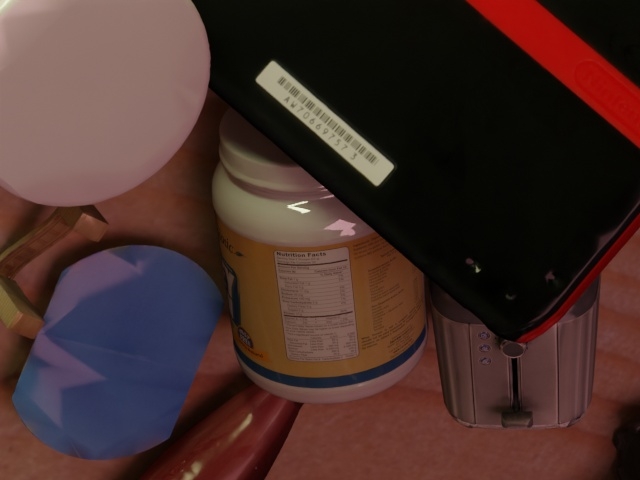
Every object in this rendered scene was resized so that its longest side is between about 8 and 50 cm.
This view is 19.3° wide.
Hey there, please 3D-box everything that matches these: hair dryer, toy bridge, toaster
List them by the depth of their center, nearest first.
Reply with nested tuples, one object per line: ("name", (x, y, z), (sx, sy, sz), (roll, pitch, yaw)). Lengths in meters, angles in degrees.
("toy bridge", (-0.210, 0.041, 1.277), (0.026, 0.063, 0.188), (28, 101, -41))
("toaster", (0.148, 0.040, 1.435), (0.129, 0.227, 0.146), (-1, 128, 6))
("hair dryer", (-0.077, 0.225, 1.487), (0.223, 0.080, 0.293), (-15, 131, -44))

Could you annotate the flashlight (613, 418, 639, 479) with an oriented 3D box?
("flashlight", (0.416, 0.167, 1.740), (0.304, 0.103, 0.103), (-16, 116, -19))

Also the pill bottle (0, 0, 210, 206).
("pill bottle", (-0.181, -0.138, 1.042), (0.161, 0.283, 0.161), (-16, 125, -24))

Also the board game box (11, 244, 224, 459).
("board game box", (-0.151, 0.076, 1.359), (0.133, 0.033, 0.169), (15, 103, -33))

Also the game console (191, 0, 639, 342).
("game console", (0.095, -0.179, 1.193), (0.386, 0.060, 0.342), (41, 97, 4))

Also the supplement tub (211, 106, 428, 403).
("supplement tub", (0.000, 0.000, 1.334), (0.144, 0.144, 0.200), (-21, 126, -21))
